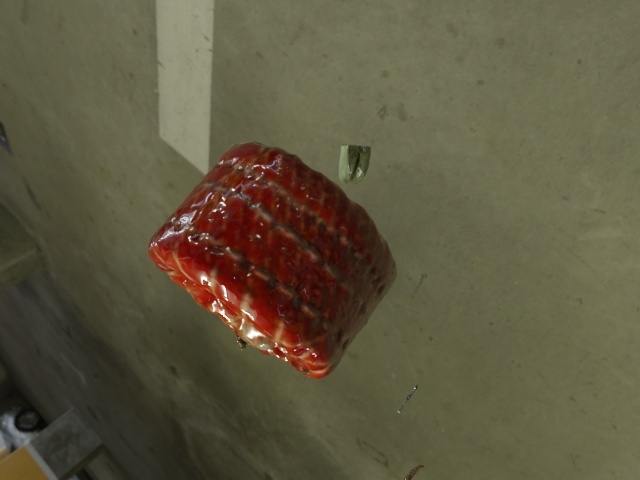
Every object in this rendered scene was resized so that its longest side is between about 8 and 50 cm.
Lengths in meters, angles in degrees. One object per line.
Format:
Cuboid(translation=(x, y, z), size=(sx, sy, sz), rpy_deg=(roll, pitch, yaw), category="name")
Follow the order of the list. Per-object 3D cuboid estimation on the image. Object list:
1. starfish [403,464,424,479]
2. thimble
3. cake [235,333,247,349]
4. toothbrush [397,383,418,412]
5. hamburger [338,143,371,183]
Cuboid(translation=(0.179, 0.632, 1.269), size=(0.238, 0.212, 0.057), rpy_deg=(-66, 28, 25), category="starfish")
Cuboid(translation=(-0.075, 0.035, 0.829), size=(0.350, 0.231, 0.350), rpy_deg=(34, 163, 12), category="thimble")
Cuboid(translation=(-0.170, 0.090, 1.084), size=(0.134, 0.288, 0.098), rpy_deg=(-4, 138, 4), category="cake")
Cuboid(translation=(0.246, 0.443, 1.482), size=(0.011, 0.131, 0.013), rpy_deg=(8, 113, 31), category="toothbrush")
Cuboid(translation=(0.066, -0.160, 1.115), size=(0.121, 0.054, 0.084), rpy_deg=(-135, 49, -73), category="hamburger")
